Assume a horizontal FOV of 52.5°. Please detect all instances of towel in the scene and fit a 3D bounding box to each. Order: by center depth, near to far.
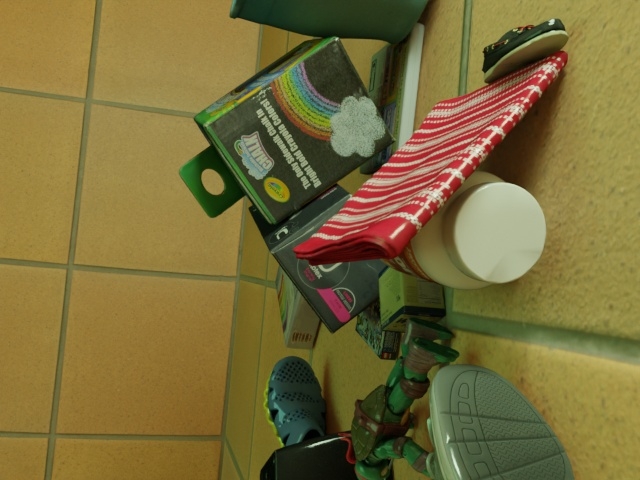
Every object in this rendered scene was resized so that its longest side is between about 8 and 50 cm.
[{"bbox_3d":[0.101,-0.075,0.642,0.275,0.031,0.199,-46,14,-20],"label":"towel"}]

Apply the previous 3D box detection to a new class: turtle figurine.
[{"bbox_3d":[0.097,0.218,0.774,0.175,0.118,0.234,-126,49,-69],"label":"turtle figurine"}]

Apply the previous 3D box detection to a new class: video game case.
[{"bbox_3d":[0.112,-0.219,1.053,0.193,0.023,0.212,-177,94,-76],"label":"video game case"}]

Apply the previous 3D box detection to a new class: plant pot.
[{"bbox_3d":[0.029,-0.414,0.943,0.272,0.256,0.271,-164,90,-75],"label":"plant pot"},{"bbox_3d":[0.001,0.390,0.959,0.188,0.167,0.187,114,157,-54],"label":"plant pot"}]

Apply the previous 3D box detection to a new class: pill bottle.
[{"bbox_3d":[0.135,-0.013,0.679,0.216,0.121,0.121,-165,81,-76],"label":"pill bottle"}]

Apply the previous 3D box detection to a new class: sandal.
[{"bbox_3d":[-0.028,0.362,1.204,0.138,0.126,0.317,123,141,-54],"label":"sandal"}]

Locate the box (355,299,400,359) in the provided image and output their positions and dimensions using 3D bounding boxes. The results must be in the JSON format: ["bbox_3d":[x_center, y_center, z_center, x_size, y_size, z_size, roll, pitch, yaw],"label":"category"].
[{"bbox_3d":[0.090,0.116,0.997,0.137,0.027,0.093,-143,61,-74],"label":"box"}]

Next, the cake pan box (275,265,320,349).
[{"bbox_3d":[-0.036,0.064,1.436,0.245,0.070,0.266,-107,27,-53],"label":"cake pan box"}]

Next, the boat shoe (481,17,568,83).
[{"bbox_3d":[0.199,-0.194,0.647,0.133,0.049,0.041,170,98,-80],"label":"boat shoe"}]

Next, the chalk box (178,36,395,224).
[{"bbox_3d":[-0.072,-0.151,0.979,0.180,0.289,0.179,57,176,-20],"label":"chalk box"}]

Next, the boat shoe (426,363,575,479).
[{"bbox_3d":[0.153,0.248,0.527,0.320,0.118,0.103,-107,30,-42],"label":"boat shoe"}]

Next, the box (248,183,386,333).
[{"bbox_3d":[0.000,0.000,1.030,0.165,0.143,0.270,54,179,-20],"label":"box"}]

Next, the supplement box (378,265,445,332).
[{"bbox_3d":[0.117,0.070,0.848,0.083,0.056,0.083,122,151,-60],"label":"supplement box"}]
